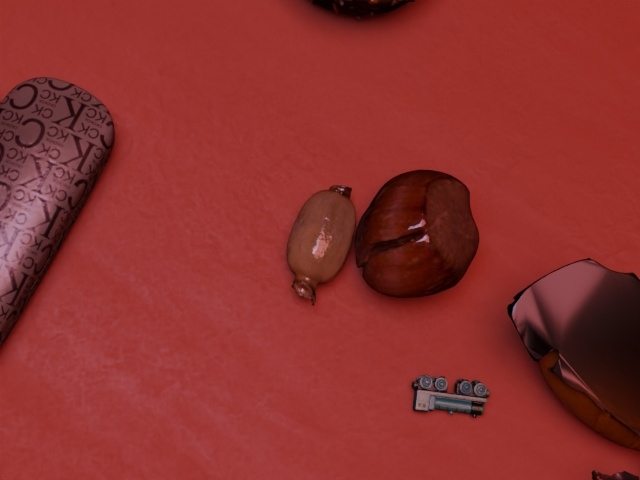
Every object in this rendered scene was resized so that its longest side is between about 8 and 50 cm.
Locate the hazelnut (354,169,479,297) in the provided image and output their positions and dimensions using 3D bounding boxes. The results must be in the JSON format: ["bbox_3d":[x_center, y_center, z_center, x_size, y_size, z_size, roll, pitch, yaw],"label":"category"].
[{"bbox_3d":[0.107,-0.007,1.144,0.143,0.143,0.154,9,66,-4],"label":"hazelnut"}]

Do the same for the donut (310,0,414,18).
[{"bbox_3d":[0.046,-0.377,1.249,0.230,0.096,0.216,37,77,4],"label":"donut"}]

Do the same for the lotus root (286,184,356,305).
[{"bbox_3d":[0.000,0.000,1.158,0.073,0.062,0.150,19,72,0],"label":"lotus root"}]

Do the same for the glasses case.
[{"bbox_3d":[-0.356,-0.023,1.114,0.137,0.085,0.355,26,74,2],"label":"glasses case"}]

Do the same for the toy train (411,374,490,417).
[{"bbox_3d":[0.149,0.178,1.145,0.092,0.029,0.045,9,82,-5],"label":"toy train"}]

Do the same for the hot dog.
[{"bbox_3d":[0.346,0.166,1.133,0.194,0.107,0.326,-32,90,-4],"label":"hot dog"}]
